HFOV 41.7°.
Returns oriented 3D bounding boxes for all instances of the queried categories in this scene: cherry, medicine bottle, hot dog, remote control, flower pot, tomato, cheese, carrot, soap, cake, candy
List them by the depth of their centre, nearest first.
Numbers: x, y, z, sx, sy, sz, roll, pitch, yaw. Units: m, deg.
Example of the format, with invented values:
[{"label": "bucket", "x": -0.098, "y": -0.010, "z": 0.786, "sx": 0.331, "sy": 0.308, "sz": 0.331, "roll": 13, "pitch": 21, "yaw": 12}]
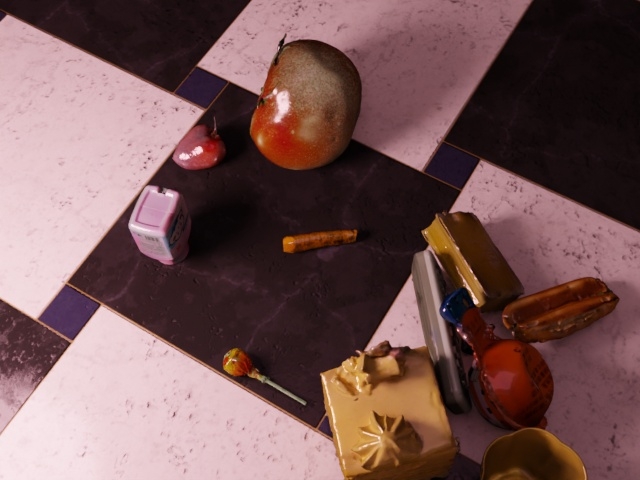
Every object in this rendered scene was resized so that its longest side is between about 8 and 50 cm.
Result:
[{"label": "flower pot", "x": 0.376, "y": 0.463, "z": 1.552, "sx": 0.195, "sy": 0.179, "sz": 0.195, "roll": 0, "pitch": 62, "yaw": 0}, {"label": "cake", "x": 0.128, "y": 0.333, "z": 1.570, "sx": 0.222, "sy": 0.286, "sz": 0.227, "roll": -13, "pitch": 62, "yaw": -5}, {"label": "cheese", "x": 0.350, "y": 0.243, "z": 1.658, "sx": 0.329, "sy": 0.129, "sz": 0.217, "roll": 55, "pitch": 32, "yaw": -2}, {"label": "remote control", "x": 0.245, "y": 0.188, "z": 1.737, "sx": 0.066, "sy": 0.128, "sz": 0.335, "roll": -15, "pitch": 61, "yaw": 12}, {"label": "candy", "x": -0.115, "y": 0.289, "z": 1.744, "sx": 0.201, "sy": 0.060, "sz": 0.060, "roll": 29, "pitch": 66, "yaw": 9}, {"label": "hot dog", "x": 0.508, "y": 0.147, "z": 1.760, "sx": 0.269, "sy": 0.072, "sz": 0.115, "roll": -14, "pitch": 36, "yaw": -17}, {"label": "remote control", "x": 0.318, "y": 0.195, "z": 1.783, "sx": 0.039, "sy": 0.014, "sz": 0.096, "roll": 20, "pitch": 58, "yaw": -22}, {"label": "soap", "x": 0.330, "y": 0.046, "z": 1.806, "sx": 0.135, "sy": 0.076, "sz": 0.233, "roll": -2, "pitch": 55, "yaw": -40}, {"label": "medicine bottle", "x": -0.342, "y": -0.024, "z": 1.837, "sx": 0.094, "sy": 0.188, "sz": 0.119, "roll": 13, "pitch": 63, "yaw": 9}, {"label": "carrot", "x": 0.000, "y": 0.000, "z": 1.898, "sx": 0.171, "sy": 0.042, "sz": 0.042, "roll": -7, "pitch": 62, "yaw": -5}, {"label": "tomato", "x": -0.025, "y": -0.317, "z": 1.954, "sx": 0.239, "sy": 0.303, "sz": 0.303, "roll": 20, "pitch": 63, "yaw": -5}, {"label": "cherry", "x": -0.285, "y": -0.221, "z": 2.001, "sx": 0.126, "sy": 0.087, "sz": 0.106, "roll": -18, "pitch": 68, "yaw": 13}]
